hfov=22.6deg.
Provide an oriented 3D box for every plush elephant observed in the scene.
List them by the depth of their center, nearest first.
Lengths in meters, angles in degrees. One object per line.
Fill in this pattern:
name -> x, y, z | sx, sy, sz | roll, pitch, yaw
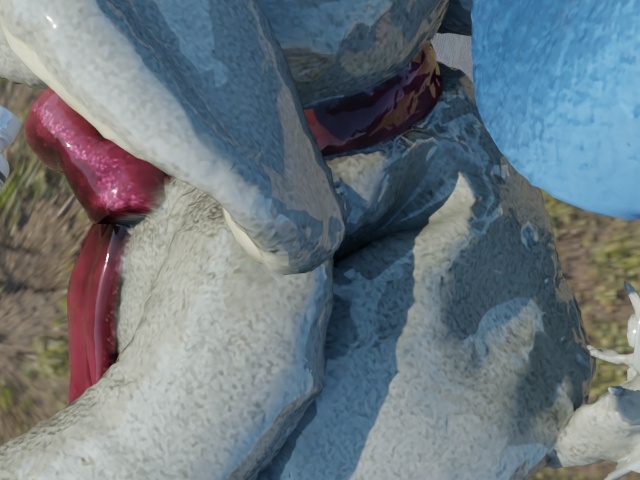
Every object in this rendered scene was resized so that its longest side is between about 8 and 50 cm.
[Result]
plush elephant -> -0.029, -0.030, 0.505 | 0.272, 0.330, 0.255 | -37, 108, -55

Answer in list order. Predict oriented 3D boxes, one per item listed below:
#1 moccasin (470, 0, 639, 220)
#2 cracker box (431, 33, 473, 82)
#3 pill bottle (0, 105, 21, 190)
moccasin -> 0.113, -0.142, 0.428 | 0.117, 0.138, 0.342 | 20, 64, -18
cracker box -> -0.018, -0.091, 0.690 | 0.156, 0.232, 0.067 | 5, 66, 17
pill bottle -> -0.401, -0.067, 1.741 | 0.108, 0.108, 0.180 | 27, 76, -9
